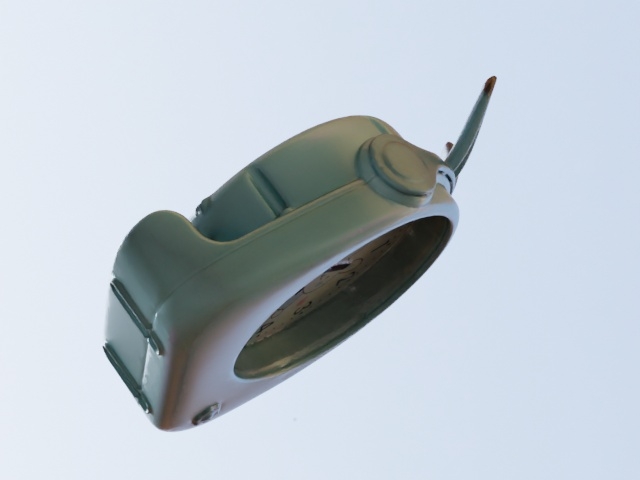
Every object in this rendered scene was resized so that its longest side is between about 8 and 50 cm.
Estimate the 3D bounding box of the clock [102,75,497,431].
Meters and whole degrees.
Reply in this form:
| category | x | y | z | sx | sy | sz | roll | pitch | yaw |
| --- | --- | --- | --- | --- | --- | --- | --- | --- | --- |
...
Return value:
| category | x | y | z | sx | sy | sz | roll | pitch | yaw |
| --- | --- | --- | --- | --- | --- | --- | --- | --- | --- |
| clock | 0.001 | 0.001 | 0.573 | 0.147 | 0.108 | 0.045 | -30 | -107 | -22 |
